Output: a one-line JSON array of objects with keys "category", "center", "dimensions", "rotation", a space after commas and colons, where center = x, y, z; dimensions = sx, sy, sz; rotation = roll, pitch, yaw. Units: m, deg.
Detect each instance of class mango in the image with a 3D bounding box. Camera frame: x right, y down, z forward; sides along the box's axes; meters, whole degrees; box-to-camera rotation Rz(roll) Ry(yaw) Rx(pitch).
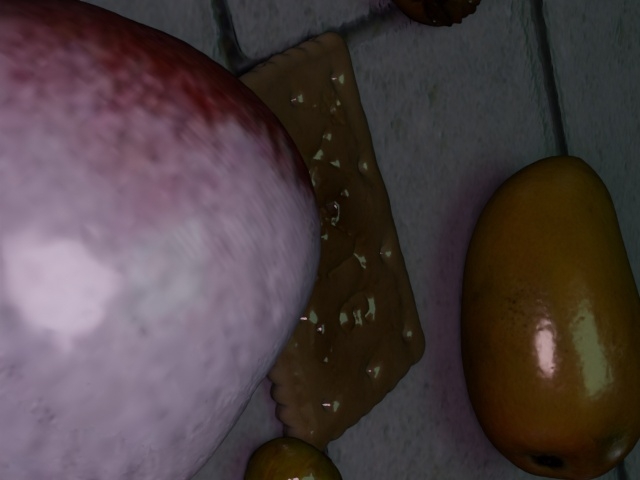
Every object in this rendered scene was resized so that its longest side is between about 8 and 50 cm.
[{"category": "mango", "center": [0.226, 0.072, 1.689], "dimensions": [0.211, 0.173, 0.317], "rotation": [10, 74, -53]}]

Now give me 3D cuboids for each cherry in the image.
[{"category": "cherry", "center": [-0.171, 0.017, 1.078], "dimensions": [0.335, 0.291, 0.326], "rotation": [22, 76, -34]}]

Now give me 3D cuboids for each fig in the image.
[{"category": "fig", "center": [-0.029, 0.208, 1.421], "dimensions": [0.098, 0.082, 0.084], "rotation": [-51, 165, -21]}]

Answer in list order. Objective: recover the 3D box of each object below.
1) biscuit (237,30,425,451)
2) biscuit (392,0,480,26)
[{"category": "biscuit", "center": [0.000, 0.000, 1.490], "dimensions": [0.217, 0.044, 0.325], "rotation": [-35, 116, -47]}, {"category": "biscuit", "center": [0.128, -0.352, 1.611], "dimensions": [0.318, 0.040, 0.318], "rotation": [-38, 134, -55]}]
